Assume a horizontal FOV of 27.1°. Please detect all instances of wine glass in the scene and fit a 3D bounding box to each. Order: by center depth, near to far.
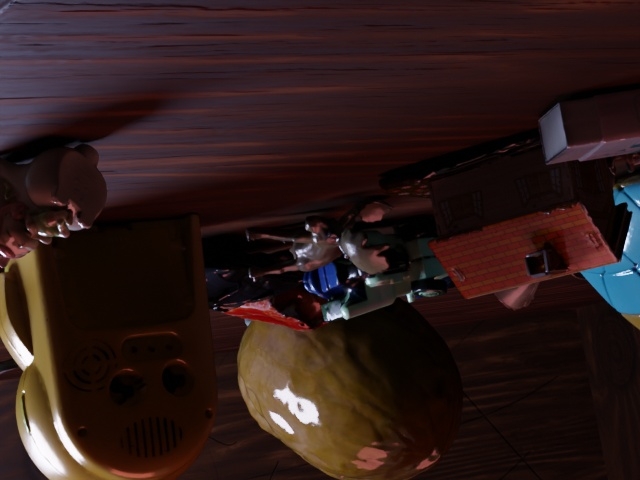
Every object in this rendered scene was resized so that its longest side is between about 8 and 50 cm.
[{"bbox_3d":[0.388,0.045,2.303,0.122,0.122,0.183,-4,167,-34],"label":"wine glass"}]

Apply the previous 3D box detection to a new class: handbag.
[{"bbox_3d":[-0.161,0.056,1.846,0.211,0.088,0.254,-7,172,21],"label":"handbag"}]

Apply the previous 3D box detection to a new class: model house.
[{"bbox_3d":[0.242,-0.027,1.480,0.294,0.154,0.207,-15,168,34],"label":"model house"}]

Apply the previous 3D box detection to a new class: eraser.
[{"bbox_3d":[0.333,-0.119,1.287,0.225,0.052,0.095,-9,174,-5],"label":"eraser"}]

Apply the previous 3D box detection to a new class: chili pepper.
[{"bbox_3d":[-0.097,0.083,2.062,0.253,0.136,0.144,-6,-152,45],"label":"chili pepper"}]

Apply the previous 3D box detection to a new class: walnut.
[{"bbox_3d":[0.056,0.228,2.196,0.354,0.398,0.308,-4,129,-60],"label":"walnut"}]

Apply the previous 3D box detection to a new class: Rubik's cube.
[{"bbox_3d":[0.413,0.022,1.783,0.254,0.254,0.254,-9,172,-1],"label":"Rubik's cube"}]

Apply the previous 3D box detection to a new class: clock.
[{"bbox_3d":[-0.239,0.141,1.551,0.244,0.317,0.200,-5,164,-24],"label":"clock"}]

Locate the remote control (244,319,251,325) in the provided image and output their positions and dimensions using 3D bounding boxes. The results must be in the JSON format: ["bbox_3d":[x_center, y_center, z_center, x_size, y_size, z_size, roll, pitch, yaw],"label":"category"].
[{"bbox_3d":[0.000,0.118,2.559,0.296,0.056,0.140,-16,171,32],"label":"remote control"}]

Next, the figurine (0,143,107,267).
[{"bbox_3d":[-0.262,-0.032,1.134,0.146,0.081,0.098,-13,-152,29],"label":"figurine"}]

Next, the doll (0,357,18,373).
[{"bbox_3d":[-0.565,0.153,1.759,0.330,0.174,0.235,-15,177,25],"label":"doll"}]

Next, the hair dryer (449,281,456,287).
[{"bbox_3d":[0.125,0.058,2.316,0.128,0.070,0.255,-3,177,-40],"label":"hair dryer"}]

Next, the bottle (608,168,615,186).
[{"bbox_3d":[0.319,-0.073,1.619,0.045,0.045,0.096,-16,170,41],"label":"bottle"}]

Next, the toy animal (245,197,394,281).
[{"bbox_3d":[0.000,0.000,1.674,0.186,0.093,0.214,-4,179,-2],"label":"toy animal"}]

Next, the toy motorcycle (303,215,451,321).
[{"bbox_3d":[0.122,0.037,1.933,0.331,0.125,0.196,-7,172,-42],"label":"toy motorcycle"}]
